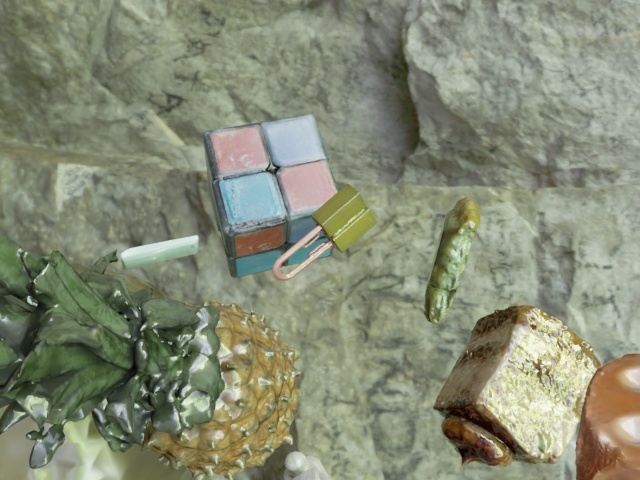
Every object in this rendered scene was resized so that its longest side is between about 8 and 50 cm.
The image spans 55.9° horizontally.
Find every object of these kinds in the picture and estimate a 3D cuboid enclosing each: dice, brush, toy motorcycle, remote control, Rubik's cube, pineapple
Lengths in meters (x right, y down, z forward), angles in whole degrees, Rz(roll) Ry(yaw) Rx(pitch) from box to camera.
[{"bbox_3d":[0.350,0.228,0.586,0.175,0.179,0.173,0,-67,28],"label":"dice"},{"bbox_3d":[0.000,0.000,1.202,0.233,0.103,0.047,-41,-138,-7],"label":"brush"},{"bbox_3d":[-0.007,0.541,1.250,0.222,0.108,0.340,60,-3,15],"label":"toy motorcycle"},{"bbox_3d":[-0.336,0.028,1.269,0.061,0.162,0.029,112,-38,-61],"label":"remote control"},{"bbox_3d":[-0.134,-0.117,1.652,0.316,0.319,0.313,100,-24,-64],"label":"Rubik's cube"},{"bbox_3d":[-0.130,0.085,0.435,0.166,0.364,0.165,-8,-115,17],"label":"pineapple"}]

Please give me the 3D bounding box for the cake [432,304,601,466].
[{"bbox_3d":[0.343,0.285,1.107,0.293,0.196,0.199,-52,-175,-22],"label":"cake"}]

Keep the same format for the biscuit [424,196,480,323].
[{"bbox_3d":[0.318,0.051,1.506,0.329,0.078,0.334,-16,121,-82],"label":"biscuit"}]

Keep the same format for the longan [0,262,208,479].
[{"bbox_3d":[-0.329,0.237,0.750,0.436,0.404,0.403,-37,-122,30],"label":"longan"}]
